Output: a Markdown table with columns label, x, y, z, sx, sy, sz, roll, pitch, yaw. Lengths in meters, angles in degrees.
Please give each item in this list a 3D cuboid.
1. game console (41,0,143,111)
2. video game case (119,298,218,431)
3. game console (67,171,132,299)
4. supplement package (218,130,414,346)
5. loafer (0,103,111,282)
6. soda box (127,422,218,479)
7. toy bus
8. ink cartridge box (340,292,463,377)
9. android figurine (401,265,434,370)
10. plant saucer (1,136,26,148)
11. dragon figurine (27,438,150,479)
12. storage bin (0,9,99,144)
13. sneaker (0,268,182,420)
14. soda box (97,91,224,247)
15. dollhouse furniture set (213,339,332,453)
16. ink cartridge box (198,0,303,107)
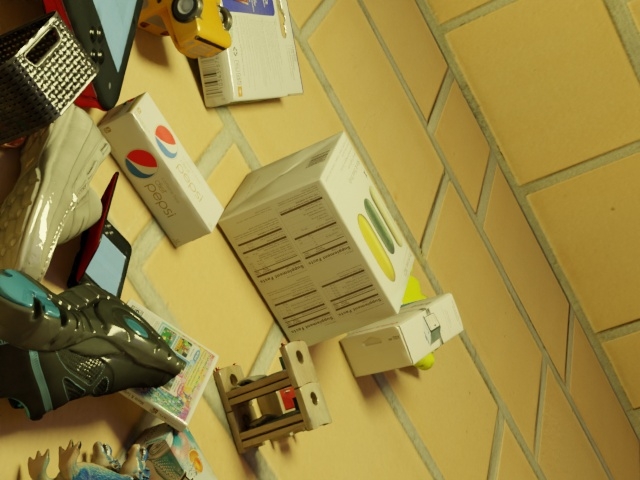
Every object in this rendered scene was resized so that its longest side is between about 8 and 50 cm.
| label | x | y | z | sx | sy | sz | roll | pitch | yaw |
| --- | --- | --- | --- | --- | --- | --- | --- | --- | --- |
| game console | -0.302 | -0.407 | 1.584 | 0.342 | 0.060 | 0.386 | 88 | 6 | -54 |
| video game case | -0.211 | 0.156 | 1.485 | 0.143 | 0.019 | 0.157 | 35 | 29 | -8 |
| game console | -0.265 | 0.009 | 1.493 | 0.124 | 0.085 | 0.144 | 50 | 29 | -35 |
| supplement package | 0.000 | 0.000 | 1.926 | 0.262 | 0.198 | 0.199 | 60 | 24 | -19 |
| loafer | -0.313 | -0.047 | 1.398 | 0.111 | 0.112 | 0.319 | 36 | 35 | -25 |
| soda box | -0.166 | 0.318 | 1.467 | 0.183 | 0.063 | 0.058 | 62 | 23 | -14 |
| toy bus | -0.250 | -0.446 | 1.860 | 0.108 | 0.130 | 0.332 | 10 | 61 | -64 |
| ink cartridge box | 0.150 | 0.171 | 2.122 | 0.191 | 0.140 | 0.082 | -28 | 98 | -51 |
| android figurine | 0.164 | 0.137 | 2.345 | 0.273 | 0.056 | 0.248 | 34 | 41 | -55 |
| plant saucer | -0.397 | -0.152 | 1.439 | 0.083 | 0.013 | 0.083 | 48 | 30 | -39 |
| dragon figurine | -0.255 | 0.314 | 1.250 | 0.144 | 0.085 | 0.289 | 50 | 28 | -36 |
| storage bin | -0.356 | -0.173 | 1.318 | 0.084 | 0.180 | 0.122 | 55 | 41 | -26 |
| sneaker | -0.287 | 0.128 | 1.309 | 0.125 | 0.139 | 0.341 | 40 | 7 | 30 |
| soda box | -0.230 | -0.101 | 1.684 | 0.216 | 0.069 | 0.074 | 57 | 25 | -22 |
| dollhouse furniture set | -0.044 | 0.222 | 1.726 | 0.184 | 0.129 | 0.128 | -2 | 72 | -64 |
| ink cartridge box | -0.138 | -0.395 | 2.067 | 0.307 | 0.072 | 0.303 | -23 | 104 | -70 |
